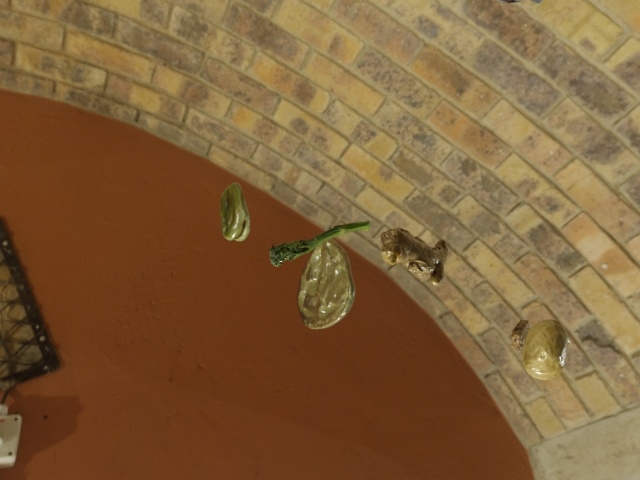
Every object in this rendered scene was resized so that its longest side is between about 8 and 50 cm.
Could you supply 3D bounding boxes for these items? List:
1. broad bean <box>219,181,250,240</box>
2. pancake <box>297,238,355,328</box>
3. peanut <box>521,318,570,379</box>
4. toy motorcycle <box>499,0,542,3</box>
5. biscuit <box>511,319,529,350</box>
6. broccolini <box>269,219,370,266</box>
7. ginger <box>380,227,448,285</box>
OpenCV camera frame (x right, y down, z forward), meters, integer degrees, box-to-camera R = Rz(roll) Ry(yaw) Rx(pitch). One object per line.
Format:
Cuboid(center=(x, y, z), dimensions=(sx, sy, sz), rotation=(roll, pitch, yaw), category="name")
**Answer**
Cuboid(center=(-0.296, -0.102, 1.617), dimensions=(0.072, 0.153, 0.207), rotation=(1, -106, -45), category="broad bean")
Cuboid(center=(0.013, 0.146, 1.505), dimensions=(0.049, 0.294, 0.295), rotation=(10, -131, -36), category="pancake")
Cuboid(center=(0.587, 0.289, 1.246), dimensions=(0.109, 0.141, 0.159), rotation=(11, -136, 34), category="peanut")
Cuboid(center=(0.261, -0.436, 0.717), dimensions=(0.173, 0.108, 0.307), rotation=(-11, -129, -12), category="toy motorcycle")
Cuboid(center=(0.699, 0.328, 1.657), dimensions=(0.199, 0.034, 0.064), rotation=(-11, -82, -58), category="biscuit")
Cuboid(center=(0.000, 0.000, 1.034), dimensions=(0.239, 0.054, 0.051), rotation=(-20, -154, -15), category="broccolini")
Cuboid(center=(0.262, 0.044, 1.304), dimensions=(0.333, 0.080, 0.166), rotation=(20, -130, -43), category="ginger")
